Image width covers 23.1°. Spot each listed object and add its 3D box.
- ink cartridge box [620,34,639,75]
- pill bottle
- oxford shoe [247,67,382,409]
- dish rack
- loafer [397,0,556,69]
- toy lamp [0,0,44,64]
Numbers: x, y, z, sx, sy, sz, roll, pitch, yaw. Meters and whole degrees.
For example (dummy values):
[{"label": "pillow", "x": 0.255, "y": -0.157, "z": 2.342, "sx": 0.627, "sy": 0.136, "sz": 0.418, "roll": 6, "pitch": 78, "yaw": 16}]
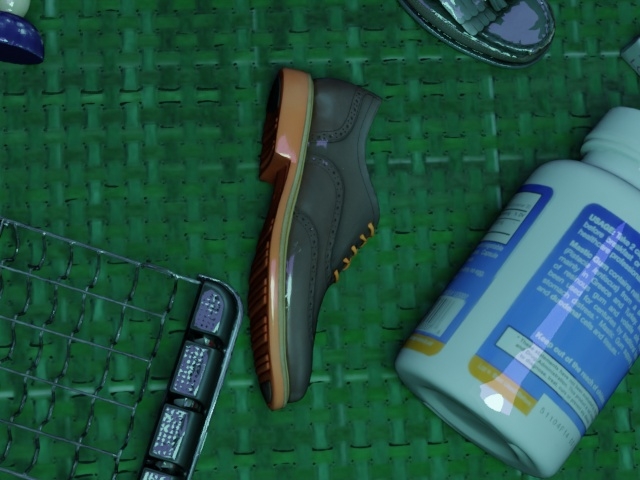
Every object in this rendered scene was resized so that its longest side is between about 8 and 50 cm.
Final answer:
[{"label": "ink cartridge box", "x": 0.429, "y": -0.188, "z": 1.324, "sx": 0.311, "sy": 0.065, "sz": 0.186, "roll": -39, "pitch": 88, "yaw": -12}, {"label": "pill bottle", "x": 0.193, "y": 0.035, "z": 1.214, "sx": 0.152, "sy": 0.152, "sz": 0.272, "roll": 38, "pitch": 79, "yaw": 0}, {"label": "oxford shoe", "x": 0.000, "y": 0.000, "z": 1.226, "sx": 0.098, "sy": 0.097, "sz": 0.271, "roll": 8, "pitch": 81, "yaw": -12}, {"label": "dish rack", "x": -0.211, "y": 0.091, "z": 1.199, "sx": 0.271, "sy": 0.074, "sz": 0.208, "roll": 18, "pitch": 79, "yaw": -2}, {"label": "loafer", "x": 0.089, "y": -0.246, "z": 1.276, "sx": 0.267, "sy": 0.084, "sz": 0.096, "roll": 44, "pitch": 79, "yaw": 1}, {"label": "toy lamp", "x": -0.224, "y": -0.280, "z": 1.249, "sx": 0.080, "sy": 0.080, "sz": 0.274, "roll": 11, "pitch": 83, "yaw": -5}]
